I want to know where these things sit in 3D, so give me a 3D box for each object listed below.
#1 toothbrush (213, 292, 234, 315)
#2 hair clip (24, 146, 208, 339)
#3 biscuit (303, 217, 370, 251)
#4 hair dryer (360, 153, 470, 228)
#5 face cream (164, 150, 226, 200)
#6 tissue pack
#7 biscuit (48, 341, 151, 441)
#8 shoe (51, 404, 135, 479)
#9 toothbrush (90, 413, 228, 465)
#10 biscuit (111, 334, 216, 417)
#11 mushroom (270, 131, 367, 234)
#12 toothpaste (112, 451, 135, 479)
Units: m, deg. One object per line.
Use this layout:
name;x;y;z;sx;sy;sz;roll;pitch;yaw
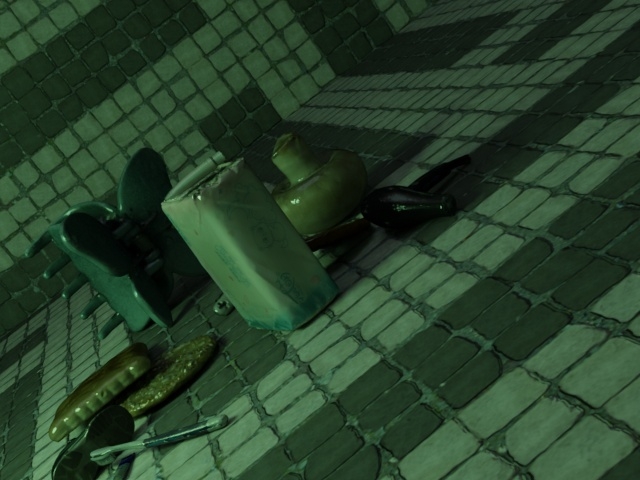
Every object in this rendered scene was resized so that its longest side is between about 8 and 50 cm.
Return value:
toothbrush;-0.095;0.013;2.083;0.418;0.042;0.040;-51;-20;-44
hair clip;-0.433;0.042;2.252;0.238;0.318;0.392;-29;18;33
biscuit;0.001;0.001;1.826;0.188;0.027;0.188;-20;1;0
hair dryer;0.191;-0.093;1.730;0.219;0.075;0.196;-37;22;-33
face cream;-0.193;-0.096;1.596;0.115;0.020;0.038;-39;15;-2
tissue pack;-0.115;0.012;1.666;0.124;0.271;0.201;-41;15;-24
biscuit;-0.404;0.268;1.924;0.217;0.044;0.325;-38;5;-8
shoe;-0.375;0.335;1.678;0.169;0.071;0.099;-50;16;-31
toothbrush;-0.242;0.297;1.548;0.288;0.026;0.024;-22;24;34
biscuit;-0.271;0.235;1.815;0.220;0.033;0.220;-33;14;9
mushroom;-0.020;-0.119;2.008;0.204;0.204;0.204;-34;14;10
toothpaste;-0.298;0.342;1.578;0.024;0.015;0.083;-27;10;8
